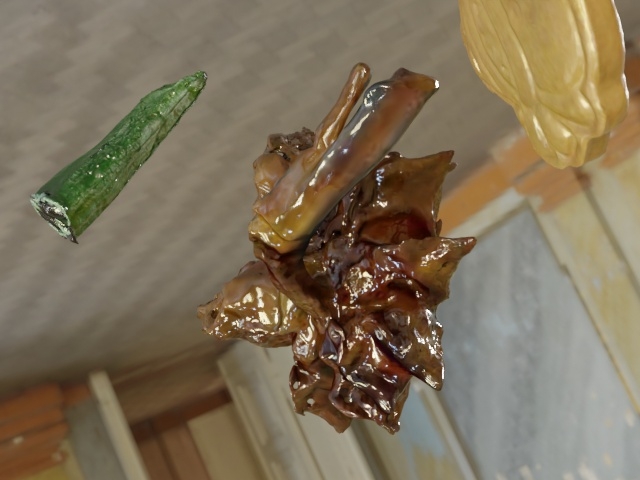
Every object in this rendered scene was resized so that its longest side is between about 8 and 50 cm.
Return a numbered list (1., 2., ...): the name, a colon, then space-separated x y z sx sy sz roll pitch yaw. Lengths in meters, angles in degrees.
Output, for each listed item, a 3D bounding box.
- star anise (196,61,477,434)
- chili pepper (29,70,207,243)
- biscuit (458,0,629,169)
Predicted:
1. star anise: 0.011 -0.001 0.798 0.148 0.237 0.346 -1 157 -14
2. chili pepper: -0.191 -0.095 1.290 0.227 0.059 0.088 -46 -155 -18
3. biscuit: 0.229 -0.230 1.397 0.057 0.312 0.351 -22 161 -10
